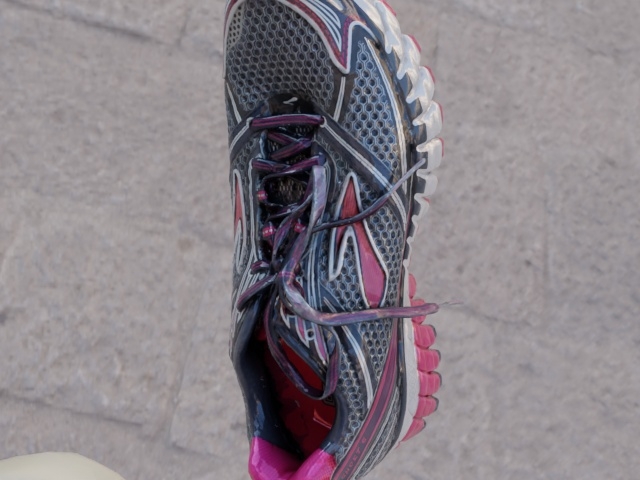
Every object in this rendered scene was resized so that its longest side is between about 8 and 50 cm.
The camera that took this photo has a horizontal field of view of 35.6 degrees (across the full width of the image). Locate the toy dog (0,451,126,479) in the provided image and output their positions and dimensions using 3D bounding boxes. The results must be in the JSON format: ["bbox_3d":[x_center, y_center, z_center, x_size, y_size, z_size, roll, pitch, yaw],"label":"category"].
[{"bbox_3d":[-0.088,0.333,0.278,0.285,0.395,0.408,-24,26,-18],"label":"toy dog"}]

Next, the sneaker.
[{"bbox_3d":[0.000,0.000,0.539,0.121,0.299,0.112,1,18,34],"label":"sneaker"}]
